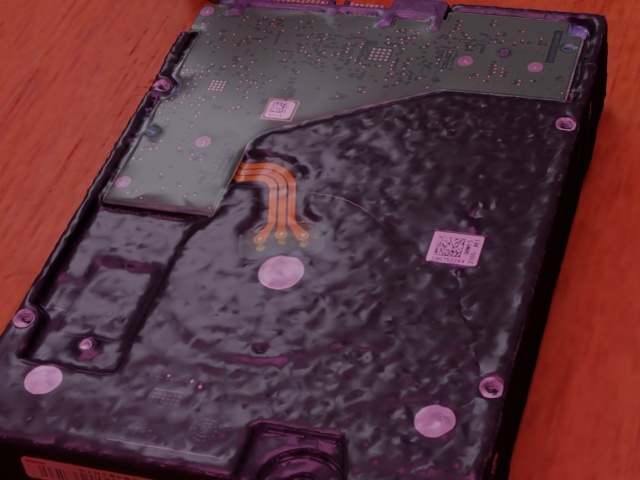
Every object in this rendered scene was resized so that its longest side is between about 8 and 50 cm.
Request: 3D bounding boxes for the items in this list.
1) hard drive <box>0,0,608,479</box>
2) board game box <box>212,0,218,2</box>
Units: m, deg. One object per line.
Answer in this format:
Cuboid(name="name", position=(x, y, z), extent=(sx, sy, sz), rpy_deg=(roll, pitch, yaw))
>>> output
Cuboid(name="hard drive", position=(0.000, 0.000, 0.746), extent=(0.237, 0.064, 0.339), rpy_deg=(7, 46, 16))
Cuboid(name="board game box", position=(-0.040, -0.278, 0.936), extent=(0.039, 0.211, 0.160), rpy_deg=(26, 53, 33))
